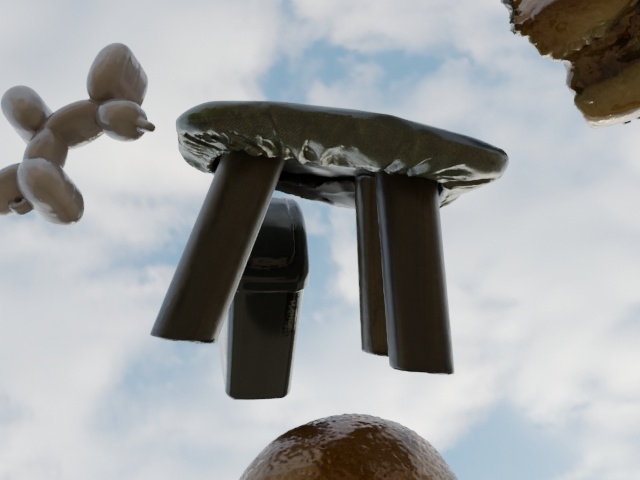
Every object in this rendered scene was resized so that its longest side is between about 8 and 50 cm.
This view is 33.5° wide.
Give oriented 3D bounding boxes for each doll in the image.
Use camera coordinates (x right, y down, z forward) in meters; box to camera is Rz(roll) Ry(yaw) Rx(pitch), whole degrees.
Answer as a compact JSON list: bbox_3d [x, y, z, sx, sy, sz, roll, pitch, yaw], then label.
[{"bbox_3d":[-0.210,-0.078,0.867,0.161,0.160,0.059,-23,-46,6],"label":"doll"}]

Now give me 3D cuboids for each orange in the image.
[{"bbox_3d":[0.024,0.304,1.076,0.264,0.264,0.264,-4,-74,-16],"label":"orange"}]

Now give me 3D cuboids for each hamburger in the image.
[{"bbox_3d":[0.400,-0.342,1.252,0.268,0.287,0.445,48,-136,-29],"label":"hamburger"}]

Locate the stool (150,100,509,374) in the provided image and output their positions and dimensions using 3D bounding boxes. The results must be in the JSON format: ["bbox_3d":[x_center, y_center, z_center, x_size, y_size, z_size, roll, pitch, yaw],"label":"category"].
[{"bbox_3d":[0.000,0.000,1.047,0.310,0.310,0.226,7,-92,-4],"label":"stool"}]

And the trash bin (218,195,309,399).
[{"bbox_3d":[-0.078,0.058,1.303,0.101,0.176,0.236,-1,-57,-12],"label":"trash bin"}]
